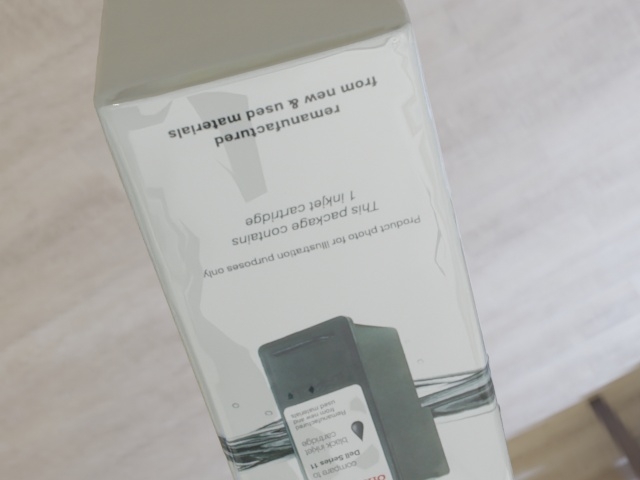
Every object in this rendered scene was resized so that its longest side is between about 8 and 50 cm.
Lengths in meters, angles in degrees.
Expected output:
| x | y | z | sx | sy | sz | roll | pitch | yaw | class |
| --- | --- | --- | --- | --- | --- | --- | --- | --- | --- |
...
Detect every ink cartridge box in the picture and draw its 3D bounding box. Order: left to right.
| x | y | z | sx | sy | sz | roll | pitch | yaw | class |
| --- | --- | --- | --- | --- | --- | --- | --- | --- | --- |
| 0.000 | 0.000 | 0.479 | 0.087 | 0.153 | 0.208 | -14 | 124 | 3 | ink cartridge box |
